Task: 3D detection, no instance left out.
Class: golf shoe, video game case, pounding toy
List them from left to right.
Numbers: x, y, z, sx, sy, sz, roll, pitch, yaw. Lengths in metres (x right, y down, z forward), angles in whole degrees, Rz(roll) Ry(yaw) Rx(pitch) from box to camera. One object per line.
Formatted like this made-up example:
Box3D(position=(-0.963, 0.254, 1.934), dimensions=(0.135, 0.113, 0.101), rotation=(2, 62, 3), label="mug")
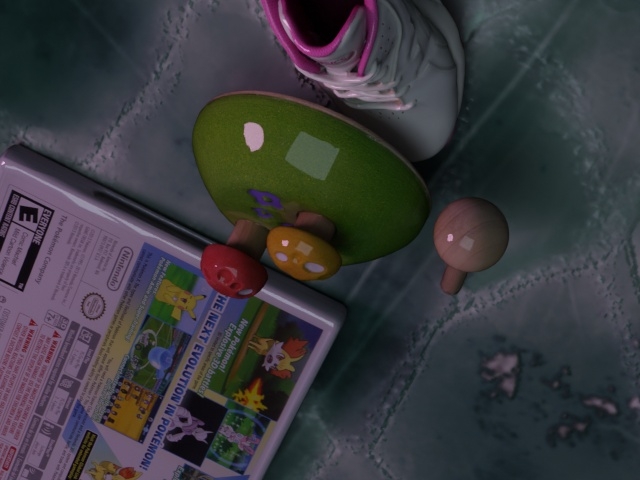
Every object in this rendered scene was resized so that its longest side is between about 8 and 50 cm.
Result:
Box3D(position=(-0.175, 0.119, 1.437), dimensions=(0.300, 0.036, 0.329), rotation=(26, 120, 0), label="video game case")
Box3D(position=(0.000, 0.000, 1.237), dimensions=(0.237, 0.110, 0.183), rotation=(25, 158, -1), label="pounding toy")
Box3D(position=(0.017, -0.140, 1.148), dimensions=(0.115, 0.140, 0.306), rotation=(-3, 141, 22), label="golf shoe")
